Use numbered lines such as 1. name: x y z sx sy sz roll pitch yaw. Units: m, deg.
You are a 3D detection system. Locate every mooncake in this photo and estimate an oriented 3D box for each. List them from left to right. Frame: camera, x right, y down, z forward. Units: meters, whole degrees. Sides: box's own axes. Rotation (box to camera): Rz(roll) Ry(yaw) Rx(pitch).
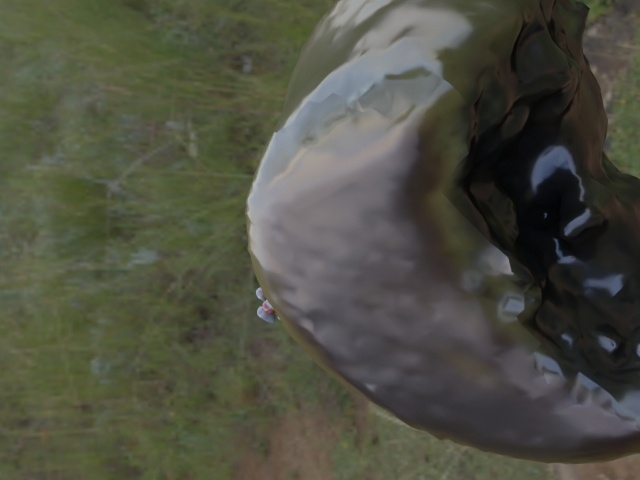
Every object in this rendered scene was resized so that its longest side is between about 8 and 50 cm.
1. mooncake: 0.144 -0.030 0.935 0.246 0.393 0.394 -68 -10 -45

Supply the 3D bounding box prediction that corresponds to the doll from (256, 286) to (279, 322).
1. doll: 0.000 0.000 1.241 0.227 0.075 0.102 -49 31 27
